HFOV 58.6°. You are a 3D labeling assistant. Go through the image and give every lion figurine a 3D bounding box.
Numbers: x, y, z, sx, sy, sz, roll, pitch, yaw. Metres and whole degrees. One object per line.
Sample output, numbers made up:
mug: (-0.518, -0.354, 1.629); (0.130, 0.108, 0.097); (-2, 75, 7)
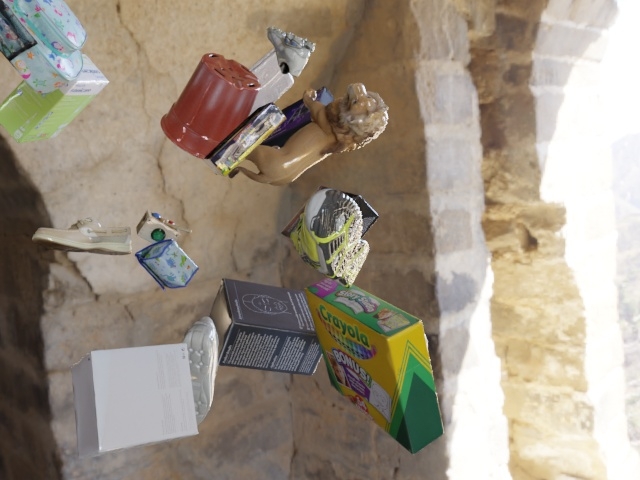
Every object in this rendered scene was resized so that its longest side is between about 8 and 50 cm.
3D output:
lion figurine: (-0.036, -0.218, 1.305); (0.392, 0.142, 0.240); (-40, 42, 8)

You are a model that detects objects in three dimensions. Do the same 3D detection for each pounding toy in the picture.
pounding toy: (-0.491, -0.035, 1.782); (0.130, 0.100, 0.141); (32, 1, -24)

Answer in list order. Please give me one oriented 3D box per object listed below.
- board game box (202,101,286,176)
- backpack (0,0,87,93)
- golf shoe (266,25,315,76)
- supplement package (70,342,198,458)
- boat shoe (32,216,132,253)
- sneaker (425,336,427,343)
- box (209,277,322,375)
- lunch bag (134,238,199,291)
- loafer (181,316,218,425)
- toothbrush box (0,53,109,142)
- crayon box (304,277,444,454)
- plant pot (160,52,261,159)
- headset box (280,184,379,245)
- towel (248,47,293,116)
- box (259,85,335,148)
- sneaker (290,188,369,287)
board game box: (-0.159, -0.207, 1.168); (0.170, 0.048, 0.141); (-45, 19, -8)
backpack: (-0.696, -0.503, 1.407); (0.191, 0.253, 0.225); (-21, 35, 5)
golf shoe: (-0.079, -0.401, 1.212); (0.069, 0.086, 0.176); (8, 24, -30)
supplement package: (-0.390, 0.331, 1.190); (0.203, 0.194, 0.149); (3, -24, -38)
boat shoe: (-0.685, -0.017, 1.659); (0.109, 0.098, 0.302); (-5, -9, 36)
sneaker: (0.187, 0.332, 1.902); (0.208, 0.127, 0.319); (-8, 10, -34)
box: (-0.206, 0.338, 2.234); (0.395, 0.212, 0.293); (13, 26, -23)
lunch bag: (-0.452, 0.074, 1.641); (0.151, 0.129, 0.096); (-8, 37, 40)
loafer: (-0.315, 0.343, 1.465); (0.112, 0.319, 0.111); (17, 26, 0)
toothbrush box: (-0.834, -0.445, 1.776); (0.283, 0.122, 0.206); (-37, 8, 15)
crayon box: (0.119, 0.283, 1.378); (0.106, 0.313, 0.363); (-26, 24, -23)
plant pot: (-0.339, -0.439, 1.847); (0.272, 0.265, 0.272); (26, 30, -16)
headset box: (0.016, -0.051, 1.820); (0.218, 0.110, 0.293); (-50, 28, -8)
towel: (-0.225, -0.578, 2.138); (0.049, 0.282, 0.187); (39, -13, 29)
box: (-0.076, -0.388, 1.947); (0.261, 0.103, 0.184); (-20, 36, 36)
sneaker: (0.000, 0.000, 1.163); (0.147, 0.145, 0.384); (25, -15, 15)
